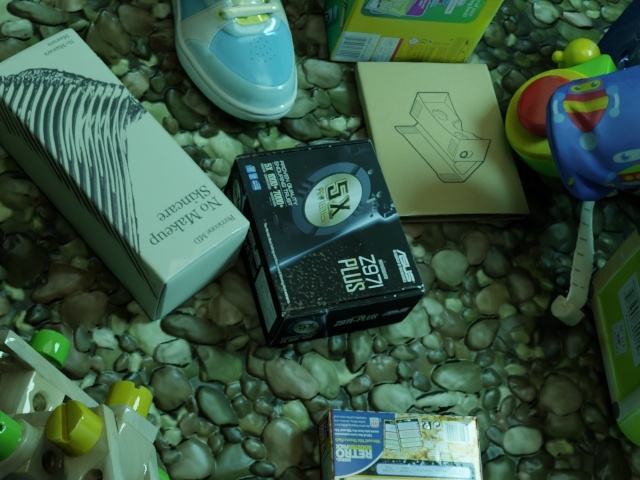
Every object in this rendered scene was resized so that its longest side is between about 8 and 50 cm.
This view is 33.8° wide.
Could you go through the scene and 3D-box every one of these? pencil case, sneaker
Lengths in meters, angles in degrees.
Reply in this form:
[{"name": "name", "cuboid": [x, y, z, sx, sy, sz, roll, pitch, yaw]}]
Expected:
[{"name": "pencil case", "cuboid": [0.365, -0.109, 0.980, 0.306, 0.133, 0.119, -8, 41, 25]}, {"name": "sneaker", "cuboid": [-0.091, -0.297, 1.104, 0.127, 0.208, 0.319, -13, 67, -23]}]

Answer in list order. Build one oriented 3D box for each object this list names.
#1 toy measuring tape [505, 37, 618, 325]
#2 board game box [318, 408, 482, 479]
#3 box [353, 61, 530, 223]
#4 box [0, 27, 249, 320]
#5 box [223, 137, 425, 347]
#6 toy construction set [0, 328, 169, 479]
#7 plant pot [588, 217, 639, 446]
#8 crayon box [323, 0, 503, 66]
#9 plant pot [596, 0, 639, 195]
[{"name": "toy measuring tape", "cuboid": [0.251, -0.071, 1.149, 0.121, 0.121, 0.330, 15, 74, -7]}, {"name": "board game box", "cuboid": [0.076, 0.253, 0.949, 0.147, 0.045, 0.193, 6, 61, -13]}, {"name": "box", "cuboid": [0.133, -0.112, 1.176, 0.165, 0.021, 0.201, -2, 63, -17]}, {"name": "box", "cuboid": [-0.200, -0.066, 1.016, 0.113, 0.094, 0.275, -38, 77, -29]}, {"name": "box", "cuboid": [0.000, 0.000, 1.045, 0.147, 0.077, 0.180, -8, 65, -20]}, {"name": "toy construction set", "cuboid": [-0.178, 0.184, 0.838, 0.309, 0.257, 0.237, 32, 44, -21]}, {"name": "plant pot", "cuboid": [0.399, 0.080, 1.033, 0.207, 0.227, 0.228, 0, 63, -8]}, {"name": "crayon box", "cuboid": [0.117, -0.297, 1.120, 0.165, 0.278, 0.081, 1, 63, -15]}, {"name": "plant pot", "cuboid": [0.447, -0.157, 1.169, 0.236, 0.236, 0.212, 17, 65, -6]}]
